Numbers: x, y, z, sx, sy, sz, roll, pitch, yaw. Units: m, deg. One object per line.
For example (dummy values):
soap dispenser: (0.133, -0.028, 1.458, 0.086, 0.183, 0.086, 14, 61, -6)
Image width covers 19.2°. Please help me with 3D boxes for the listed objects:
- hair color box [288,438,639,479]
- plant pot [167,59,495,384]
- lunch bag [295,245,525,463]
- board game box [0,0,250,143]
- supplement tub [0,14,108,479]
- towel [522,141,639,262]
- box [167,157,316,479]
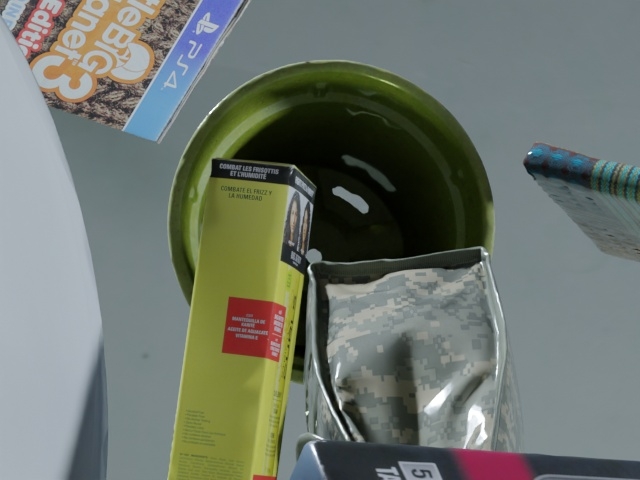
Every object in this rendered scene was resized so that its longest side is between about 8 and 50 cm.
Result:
hair color box: (0.171, 0.173, 0.603, 0.113, 0.374, 0.185, -66, 30, 31)
plant pot: (0.000, 0.000, 1.700, 0.276, 0.254, 0.276, 1, 83, -4)
lunch bag: (0.070, 0.185, 1.368, 0.169, 0.287, 0.235, -6, 126, 1)
board game box: (-0.207, -0.223, 1.175, 0.141, 0.291, 0.232, -54, 32, 32)
supplement tub: (-0.250, 0.044, 0.532, 0.331, 0.241, 0.241, -9, 87, 12)
towel: (0.353, 0.010, 1.383, 0.370, 0.271, 0.040, 16, 82, 23)
box: (-0.051, 0.068, 1.228, 0.058, 0.087, 0.232, 7, 82, 11)
